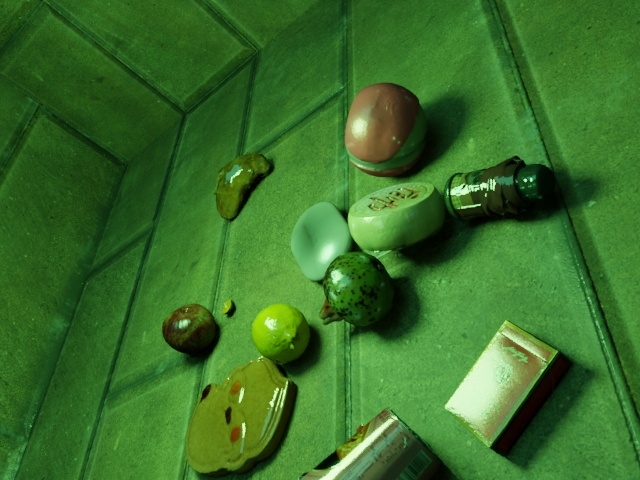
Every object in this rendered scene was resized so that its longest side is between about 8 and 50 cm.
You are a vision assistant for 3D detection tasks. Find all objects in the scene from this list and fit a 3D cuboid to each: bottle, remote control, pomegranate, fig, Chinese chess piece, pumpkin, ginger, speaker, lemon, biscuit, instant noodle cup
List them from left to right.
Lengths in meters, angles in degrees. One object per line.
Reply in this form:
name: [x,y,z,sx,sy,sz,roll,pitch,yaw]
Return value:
fig: [-0.473,0.330,2.187,0.205,0.205,0.205,-31,39,29]
pumpkin: [-0.335,0.247,2.224,0.050,0.028,0.083,-45,25,15]
ginger: [-0.357,-0.250,2.595,0.321,0.172,0.165,-53,-7,5]
biscuit: [-0.251,0.536,1.829,0.455,0.078,0.350,-34,41,26]
lemon: [-0.116,0.277,1.801,0.173,0.173,0.206,-58,23,-7]
remote control: [0.000,0.000,1.975,0.221,0.103,0.332,-50,33,15]
pomegranate: [0.084,0.150,1.654,0.248,0.214,0.214,-44,33,29]
instant noodle cup: [0.118,0.504,1.284,0.255,0.244,0.244,-46,33,-6]
speaker: [0.200,-0.349,1.892,0.294,0.294,0.294,-31,39,29]
Chinese chess piece: [0.211,-0.067,1.679,0.270,0.112,0.270,-18,18,6]
bottle: [0.454,-0.130,1.513,0.271,0.143,0.156,-9,78,50]

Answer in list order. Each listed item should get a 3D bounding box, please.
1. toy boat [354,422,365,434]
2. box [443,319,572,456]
toy boat: [0.131,0.488,1.444,0.105,0.034,0.149,-43,22,20]
box: [0.387,0.303,1.259,0.240,0.074,0.153,-54,29,-1]
